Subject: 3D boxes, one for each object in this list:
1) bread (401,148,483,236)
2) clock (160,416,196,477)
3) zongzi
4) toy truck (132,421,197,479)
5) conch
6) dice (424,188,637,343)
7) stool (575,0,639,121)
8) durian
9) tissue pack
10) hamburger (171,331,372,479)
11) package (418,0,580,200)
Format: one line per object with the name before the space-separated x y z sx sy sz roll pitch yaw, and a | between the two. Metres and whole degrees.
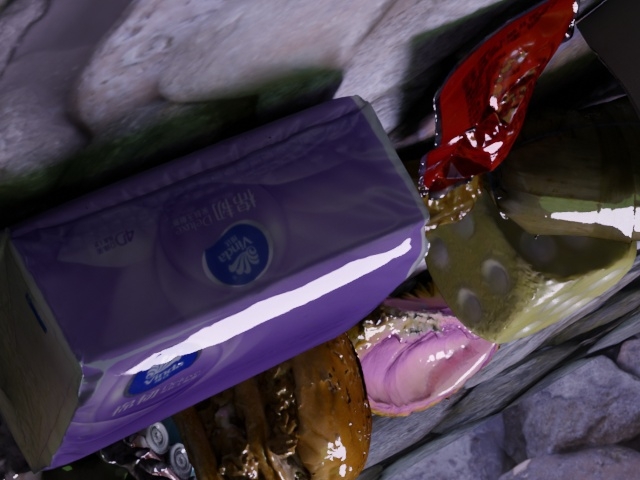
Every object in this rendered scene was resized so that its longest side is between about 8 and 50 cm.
bread | 0.000 0.000 1.848 0.367 0.084 0.077 -23 -157 -22
clock | -0.107 0.212 2.314 0.223 0.094 0.274 -19 160 -39
zongzi | 0.268 -0.102 1.999 0.251 0.274 0.125 7 121 -14
toy truck | -0.185 0.305 2.177 0.114 0.270 0.135 -19 -143 30
conch | -0.295 0.239 1.929 0.313 0.186 0.240 -14 161 18
dice | 0.223 -0.001 2.091 0.169 0.166 0.169 -23 164 -29
stool | 0.423 -0.204 1.800 0.270 0.170 0.243 -37 164 26
durian | 0.096 0.122 2.360 0.341 0.112 0.191 -3 139 -51
tissue pack | -0.099 0.037 1.602 0.338 0.160 0.242 -23 164 -25
hamburger | -0.057 0.173 2.037 0.211 0.260 0.245 -20 -151 3
package | 0.157 -0.125 1.743 0.194 0.071 0.269 -49 173 -22
